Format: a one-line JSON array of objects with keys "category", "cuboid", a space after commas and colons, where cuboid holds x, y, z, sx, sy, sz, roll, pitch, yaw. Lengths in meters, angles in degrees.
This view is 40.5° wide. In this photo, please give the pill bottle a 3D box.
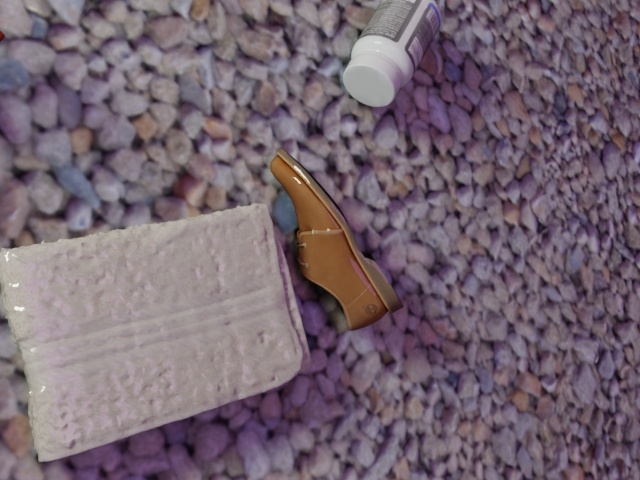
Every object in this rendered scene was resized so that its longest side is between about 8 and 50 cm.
[{"category": "pill bottle", "cuboid": [0.083, -0.226, 1.016, 0.078, 0.078, 0.137, 41, 59, -21]}]

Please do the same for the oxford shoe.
[{"category": "oxford shoe", "cuboid": [0.000, 0.000, 0.914, 0.076, 0.076, 0.212, -33, 88, 4]}]

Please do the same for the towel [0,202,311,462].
[{"category": "towel", "cuboid": [-0.144, 0.073, 0.804, 0.282, 0.049, 0.187, -11, 84, -36]}]

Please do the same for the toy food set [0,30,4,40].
[{"category": "toy food set", "cuboid": [-0.360, -0.120, 0.653, 0.104, 0.111, 0.232, 47, 54, -17]}]
